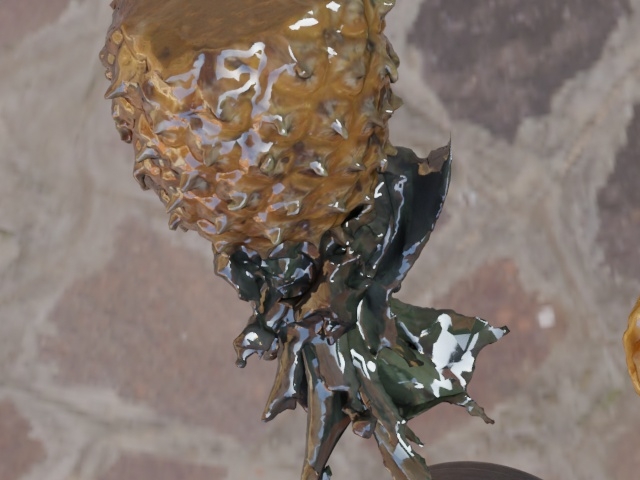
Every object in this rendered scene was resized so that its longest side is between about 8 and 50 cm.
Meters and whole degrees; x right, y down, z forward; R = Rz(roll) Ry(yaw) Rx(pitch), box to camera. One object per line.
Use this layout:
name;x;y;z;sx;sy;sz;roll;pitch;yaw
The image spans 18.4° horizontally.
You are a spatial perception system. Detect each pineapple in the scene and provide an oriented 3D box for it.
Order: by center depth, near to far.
pineapple;0.000;-0.003;1.059;0.165;0.165;0.364;-13;132;9

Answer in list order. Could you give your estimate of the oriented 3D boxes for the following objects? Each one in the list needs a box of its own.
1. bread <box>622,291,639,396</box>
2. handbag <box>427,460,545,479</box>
bread;0.224;0.064;0.621;0.210;0.099;0.235;47;143;-10
handbag;0.127;0.317;1.653;0.253;0.093;0.308;26;129;1
